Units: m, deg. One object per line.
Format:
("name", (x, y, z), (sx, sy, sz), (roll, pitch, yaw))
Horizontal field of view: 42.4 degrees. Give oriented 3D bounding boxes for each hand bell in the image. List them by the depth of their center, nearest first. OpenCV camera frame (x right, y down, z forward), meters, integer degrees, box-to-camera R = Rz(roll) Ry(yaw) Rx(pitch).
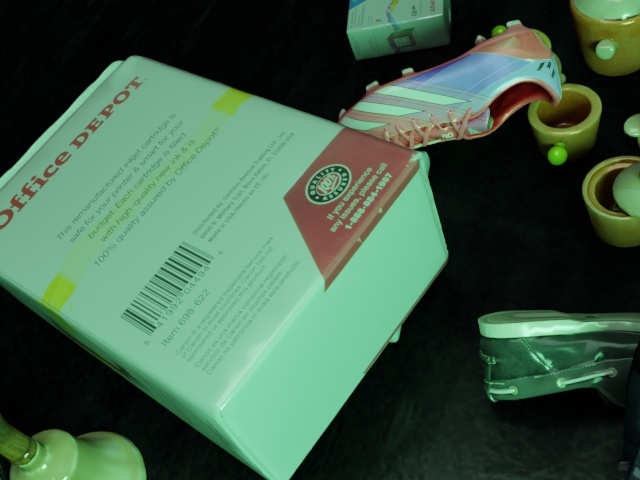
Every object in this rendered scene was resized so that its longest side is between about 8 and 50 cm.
("hand bell", (-0.259, 0.174, 0.702), (0.126, 0.242, 0.126), (-10, 51, 13))

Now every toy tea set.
("toy tea set", (0.289, -0.156, 0.819), (0.200, 0.124, 0.336), (-22, 50, 4))

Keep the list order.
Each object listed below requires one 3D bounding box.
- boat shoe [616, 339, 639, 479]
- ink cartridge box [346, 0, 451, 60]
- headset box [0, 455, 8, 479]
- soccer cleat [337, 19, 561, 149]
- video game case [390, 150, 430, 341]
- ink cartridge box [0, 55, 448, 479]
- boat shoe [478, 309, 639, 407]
("boat shoe", (0.377, 0.156, 0.575), (0.340, 0.127, 0.158), (20, 97, 16))
("ink cartridge box", (0.100, -0.281, 1.033), (0.122, 0.052, 0.089), (-6, 53, 15))
("headset box", (-0.430, 0.162, 0.773), (0.131, 0.246, 0.283), (-32, 49, -4))
("soccer cleat", (0.122, -0.132, 0.846), (0.248, 0.083, 0.095), (-25, 64, 17))
("video game case", (0.000, 0.000, 0.877), (0.206, 0.026, 0.227), (0, 56, 21))
("ink cartridge box", (-0.117, 0.004, 0.797), (0.384, 0.160, 0.279), (25, 67, 33))
("boat shoe", (0.251, 0.099, 0.689), (0.233, 0.084, 0.079), (-2, 91, 11))
